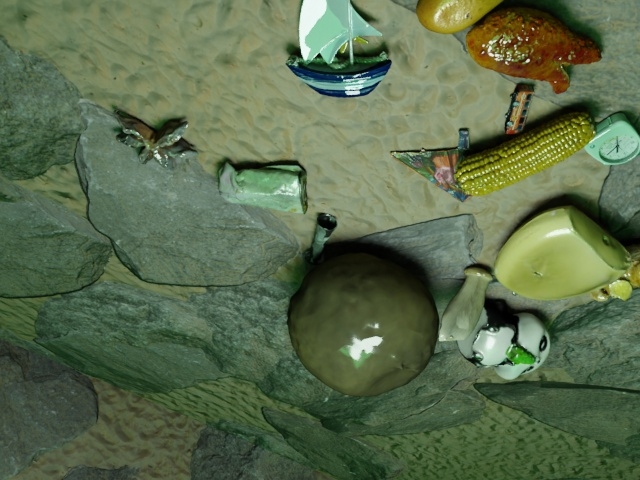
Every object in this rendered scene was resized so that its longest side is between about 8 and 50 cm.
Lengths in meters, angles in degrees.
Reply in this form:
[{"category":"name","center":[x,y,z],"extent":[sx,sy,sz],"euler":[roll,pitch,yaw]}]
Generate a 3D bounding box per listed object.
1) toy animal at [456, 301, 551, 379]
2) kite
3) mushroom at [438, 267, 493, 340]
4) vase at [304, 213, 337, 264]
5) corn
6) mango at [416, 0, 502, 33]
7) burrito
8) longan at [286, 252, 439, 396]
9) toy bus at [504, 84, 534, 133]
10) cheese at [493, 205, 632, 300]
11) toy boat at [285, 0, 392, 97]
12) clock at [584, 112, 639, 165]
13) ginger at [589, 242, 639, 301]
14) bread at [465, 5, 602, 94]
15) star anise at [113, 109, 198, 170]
[{"category":"toy animal","center":[0.557,0.304,1.736],"extent":[0.267,0.212,0.212],"euler":[20,139,-6]},{"category":"kite","center":[0.333,-0.172,1.388],"extent":[0.322,0.016,0.233],"euler":[-1,140,14]},{"category":"mushroom","center":[0.404,0.192,1.627],"extent":[0.108,0.246,0.096],"euler":[37,165,-15]},{"category":"vase","center":[0.000,0.000,1.620],"extent":[0.059,0.059,0.167],"euler":[15,139,-5]},{"category":"corn","center":[0.448,-0.184,1.265],"extent":[0.313,0.101,0.102],"euler":[-22,130,28]},{"category":"mango","center":[0.251,-0.440,1.039],"extent":[0.165,0.089,0.115],"euler":[-28,127,31]},{"category":"burrito","center":[-0.148,-0.131,1.483],"extent":[0.229,0.089,0.143],"euler":[3,136,6]},{"category":"longan","center":[0.129,0.240,1.621],"extent":[0.436,0.403,0.404],"euler":[29,136,-19]},{"category":"toy bus","center":[0.422,-0.278,1.232],"extent":[0.043,0.031,0.110],"euler":[1,138,1]},{"category":"cheese","center":[0.581,0.053,1.471],"extent":[0.259,0.128,0.316],"euler":[43,143,-7]},{"category":"toy boat","center":[0.027,-0.418,1.136],"extent":[0.221,0.067,0.291],"euler":[2,136,11]},{"category":"clock","center":[0.646,-0.208,1.257],"extent":[0.135,0.041,0.101],"euler":[32,135,-24]},{"category":"ginger","center":[0.786,0.072,1.470],"extent":[0.216,0.157,0.102],"euler":[-28,103,33]},{"category":"bread","center":[0.405,-0.357,1.099],"extent":[0.269,0.095,0.139],"euler":[19,146,-15]},{"category":"star anise","center":[-0.409,-0.234,1.436],"extent":[0.208,0.063,0.171],"euler":[10,141,0]}]
